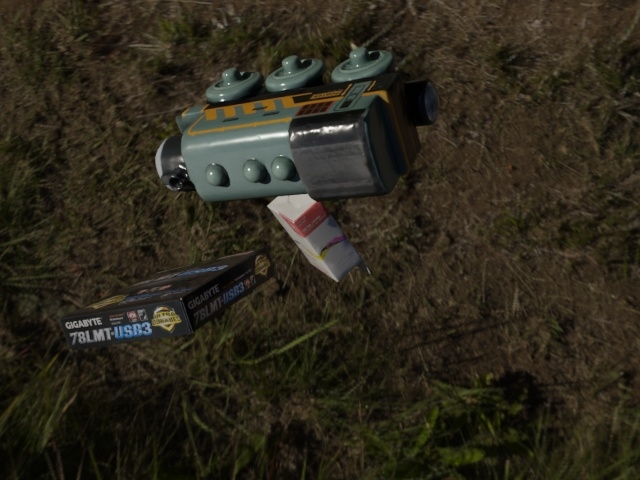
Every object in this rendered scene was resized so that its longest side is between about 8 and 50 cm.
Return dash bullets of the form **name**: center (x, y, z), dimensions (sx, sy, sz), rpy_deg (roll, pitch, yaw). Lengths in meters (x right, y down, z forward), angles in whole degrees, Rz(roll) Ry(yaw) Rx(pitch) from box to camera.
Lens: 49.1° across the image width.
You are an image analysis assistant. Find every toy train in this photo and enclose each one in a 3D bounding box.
- **toy train**: center (-0.035, -0.124, 0.813), dimensions (0.334, 0.190, 0.142), rpy_deg (-2, 123, 27)

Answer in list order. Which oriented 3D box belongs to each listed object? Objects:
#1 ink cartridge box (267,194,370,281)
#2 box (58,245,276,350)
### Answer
- **ink cartridge box**: center (0.000, 0.000, 1.288), dimensions (0.067, 0.115, 0.198), rpy_deg (-43, 122, -9)
- **box**: center (-0.279, 0.106, 1.320), dimensions (0.296, 0.293, 0.073), rpy_deg (-11, 102, 29)
